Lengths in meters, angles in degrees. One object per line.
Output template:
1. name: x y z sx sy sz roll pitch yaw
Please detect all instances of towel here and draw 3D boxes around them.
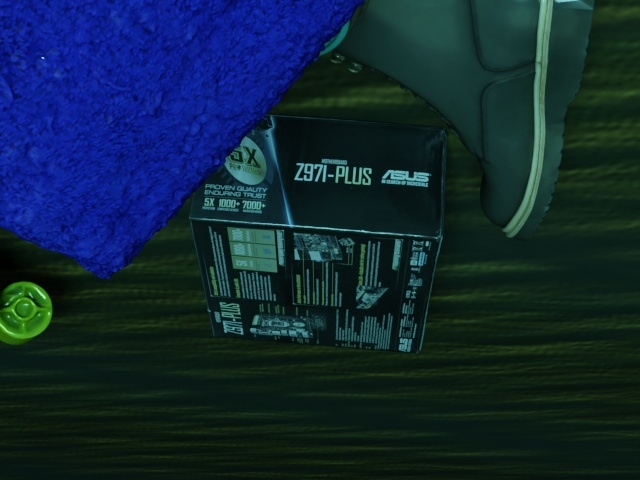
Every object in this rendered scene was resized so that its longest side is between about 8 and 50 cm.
1. towel: -0.047 -0.135 0.364 0.308 0.076 0.228 -47 131 14

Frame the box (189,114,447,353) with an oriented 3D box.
1. box: 0.000 0.000 0.795 0.147 0.077 0.180 4 153 3

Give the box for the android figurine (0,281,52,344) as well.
1. android figurine: -0.326 0.046 0.903 0.248 0.056 0.273 3 170 -20

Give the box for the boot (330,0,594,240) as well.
1. boot: 0.062 -0.082 0.642 0.137 0.077 0.198 7 141 7

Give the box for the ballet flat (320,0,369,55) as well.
1. ballet flat: -0.133 -0.130 0.530 0.316 0.106 0.107 -1 151 11
